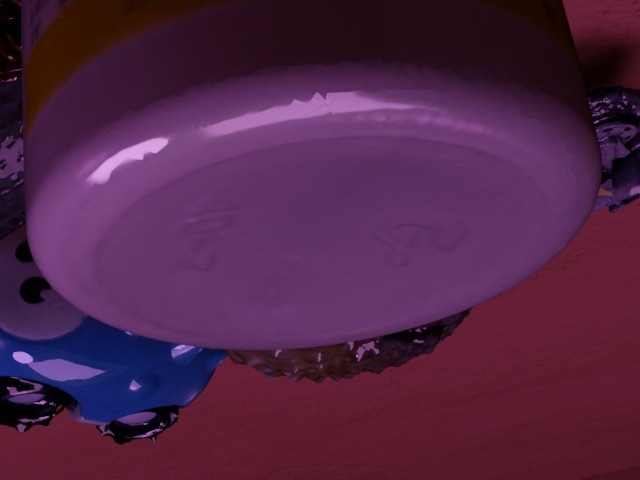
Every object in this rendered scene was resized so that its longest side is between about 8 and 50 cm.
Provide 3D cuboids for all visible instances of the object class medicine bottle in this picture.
[{"bbox_3d":[-0.021,-0.145,0.484,0.208,0.340,0.208,-7,155,-3],"label":"medicine bottle"}]

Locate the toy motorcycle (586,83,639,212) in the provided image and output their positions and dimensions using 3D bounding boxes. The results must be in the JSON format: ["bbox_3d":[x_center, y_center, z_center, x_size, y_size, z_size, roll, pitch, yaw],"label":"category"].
[{"bbox_3d":[0.179,-0.049,1.019,0.173,0.108,0.307,10,151,-44],"label":"toy motorcycle"}]

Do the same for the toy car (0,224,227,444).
[{"bbox_3d":[-0.192,0.063,1.041,0.255,0.188,0.190,19,135,-39],"label":"toy car"}]

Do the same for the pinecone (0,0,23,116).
[{"bbox_3d":[-0.126,-0.135,0.671,0.163,0.163,0.165,7,135,-28],"label":"pinecone"}]

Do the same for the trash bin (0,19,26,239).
[{"bbox_3d":[-0.236,-0.075,0.788,0.161,0.175,0.175,-25,151,9],"label":"trash bin"}]

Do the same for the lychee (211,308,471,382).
[{"bbox_3d":[0.000,0.000,0.888,0.255,0.255,0.274,6,143,-27],"label":"lychee"}]
